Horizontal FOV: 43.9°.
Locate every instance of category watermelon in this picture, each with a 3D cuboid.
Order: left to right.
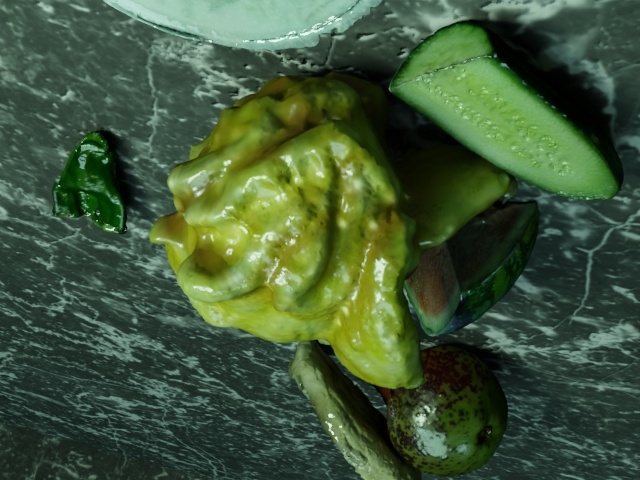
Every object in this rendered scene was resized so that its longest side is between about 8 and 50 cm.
[{"bbox_3d":[0.176,0.057,0.967,0.128,0.146,0.231,18,148,-3],"label":"watermelon"}]

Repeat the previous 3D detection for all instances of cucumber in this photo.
[{"bbox_3d":[0.194,-0.115,0.748,0.243,0.063,0.115,33,152,-27],"label":"cucumber"}]

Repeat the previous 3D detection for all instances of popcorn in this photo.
[{"bbox_3d":[0.005,-0.005,0.788,0.321,0.326,0.290,-27,160,31],"label":"popcorn"}]

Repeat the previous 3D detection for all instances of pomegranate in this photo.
[{"bbox_3d":[0.176,0.259,1.287,0.247,0.214,0.214,24,161,42],"label":"pomegranate"}]

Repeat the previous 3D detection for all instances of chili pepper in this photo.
[{"bbox_3d":[-0.306,-0.074,1.083,0.108,0.062,0.216,16,151,-11],"label":"chili pepper"}]

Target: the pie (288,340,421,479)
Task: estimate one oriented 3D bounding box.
[{"bbox_3d":[0.059,0.304,1.341,0.337,0.075,0.337,50,180,-1],"label":"pie"}]

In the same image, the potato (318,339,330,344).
[{"bbox_3d":[0.039,0.097,1.211,0.149,0.081,0.120,-2,118,59],"label":"potato"}]

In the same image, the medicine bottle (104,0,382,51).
[{"bbox_3d":[-0.017,-0.262,0.376,0.244,0.290,0.245,13,151,7],"label":"medicine bottle"}]
